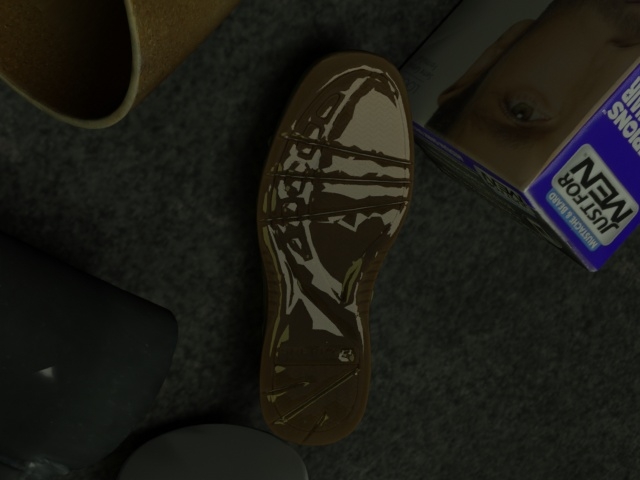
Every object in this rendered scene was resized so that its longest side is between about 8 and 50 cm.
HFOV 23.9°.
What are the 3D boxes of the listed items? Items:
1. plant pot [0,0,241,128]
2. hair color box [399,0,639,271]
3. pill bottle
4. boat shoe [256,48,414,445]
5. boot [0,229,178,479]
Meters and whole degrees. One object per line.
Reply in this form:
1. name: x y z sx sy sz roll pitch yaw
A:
1. plant pot: -0.085 -0.228 0.804 0.254 0.237 0.237 -40 131 -27
2. hair color box: 0.220 -0.164 1.033 0.339 0.185 0.110 -49 129 -1
3. pill bottle: -0.073 0.287 1.104 0.160 0.160 0.283 -15 122 -25
4. boat shoe: 0.000 0.000 1.057 0.104 0.089 0.285 8 109 -7
5. boot: -0.238 -0.019 0.805 0.367 0.146 0.445 -34 129 22
